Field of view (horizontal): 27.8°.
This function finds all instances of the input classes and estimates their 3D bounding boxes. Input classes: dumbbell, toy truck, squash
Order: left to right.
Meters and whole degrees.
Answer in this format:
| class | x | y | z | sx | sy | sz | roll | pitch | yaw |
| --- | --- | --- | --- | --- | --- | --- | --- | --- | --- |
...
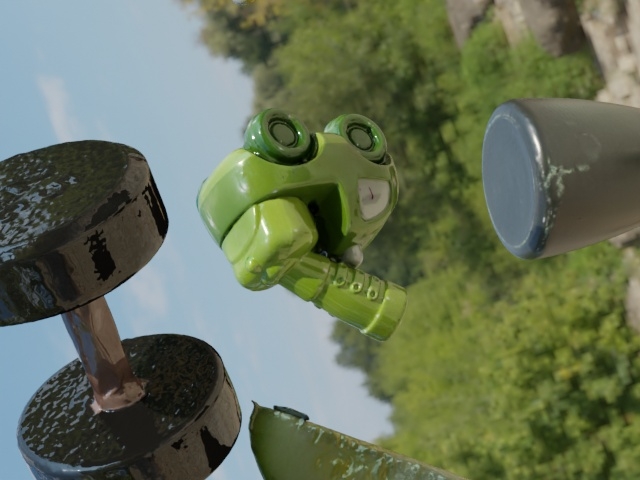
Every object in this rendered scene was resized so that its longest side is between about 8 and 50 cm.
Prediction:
| class | x | y | z | sx | sy | sz | roll | pitch | yaw |
| --- | --- | --- | --- | --- | --- | --- | --- | --- | --- |
| dumbbell | -0.152 | 0.059 | 0.853 | 0.152 | 0.152 | 0.218 | -100 | -7 | -61 |
| toy truck | -0.016 | -0.014 | 1.190 | 0.187 | 0.148 | 0.210 | 15 | -129 | -27 |
| squash | 0.061 | 0.199 | 0.928 | 0.169 | 0.252 | 0.093 | 155 | 136 | -79 |

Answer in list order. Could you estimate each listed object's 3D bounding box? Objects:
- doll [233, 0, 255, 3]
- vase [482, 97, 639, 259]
| class | x | y | z | sx | sy | sz | roll | pitch | yaw |
| --- | --- | --- | --- | --- | --- | --- | --- | --- | --- |
| doll | -0.035 | -0.273 | 0.702 | 0.145 | 0.103 | 0.316 | 92 | -173 | -53 |
| vase | 0.353 | -0.081 | 1.418 | 0.173 | 0.321 | 0.173 | 173 | 90 | -76 |
